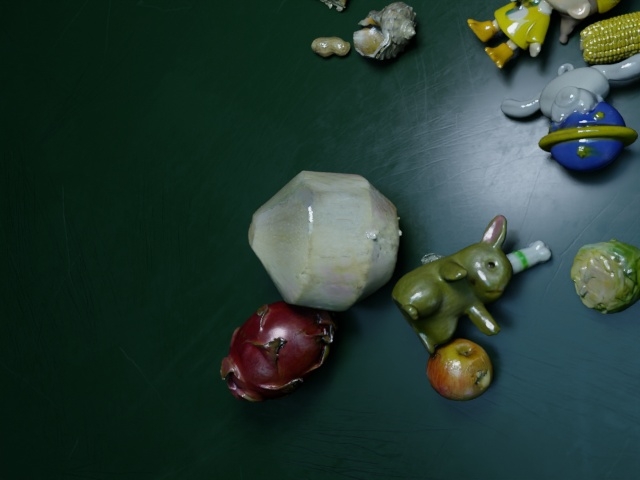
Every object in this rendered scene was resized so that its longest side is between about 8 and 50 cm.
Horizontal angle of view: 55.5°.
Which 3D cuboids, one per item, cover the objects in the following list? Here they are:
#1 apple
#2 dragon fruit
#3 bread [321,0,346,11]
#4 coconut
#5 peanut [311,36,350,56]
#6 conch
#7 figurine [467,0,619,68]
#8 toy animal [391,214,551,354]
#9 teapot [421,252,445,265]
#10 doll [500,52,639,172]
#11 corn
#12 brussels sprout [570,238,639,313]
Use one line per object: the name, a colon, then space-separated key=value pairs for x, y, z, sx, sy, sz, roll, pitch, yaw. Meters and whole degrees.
apple: x=0.312 y=0.287 z=1.370 sx=0.147 sy=0.146 sz=0.146 roll=-3 pitch=84 yaw=25
dragon fruit: x=-0.105 y=0.270 z=1.518 sx=0.315 sy=0.250 sz=0.250 roll=-27 pitch=74 yaw=28
bread: x=0.046 y=-0.716 z=1.622 sx=0.134 sy=0.085 sz=0.173 roll=35 pitch=101 yaw=27
coconut: x=0.000 y=0.000 z=1.445 sx=0.353 sy=0.353 sz=0.352 roll=-3 pitch=84 yaw=25
peanut: x=0.028 y=-0.519 z=1.633 sx=0.113 sy=0.054 sz=0.053 roll=10 pitch=89 yaw=25
conch: x=0.153 y=-0.525 z=1.530 sx=0.155 sy=0.130 sz=0.207 roll=-45 pitch=47 yaw=-18
figurine: x=0.506 y=-0.545 z=1.348 sx=0.344 sy=0.187 sz=0.215 roll=-34 pitch=81 yaw=24
toy animal: x=0.331 y=0.090 z=1.321 sx=0.363 sy=0.181 sz=0.180 roll=-29 pitch=29 yaw=12
teapot: x=0.276 y=0.058 z=1.444 sx=0.067 sy=0.083 sz=0.057 roll=11 pitch=85 yaw=27
doll: x=0.527 y=-0.267 z=1.316 sx=0.311 sy=0.160 sz=0.242 roll=2 pitch=97 yaw=40
corn: x=0.686 y=-0.443 z=1.299 sx=0.244 sy=0.093 sz=0.093 roll=-8 pitch=82 yaw=23
brussels sprout: x=0.614 y=0.072 z=1.270 sx=0.151 sy=0.122 sz=0.149 roll=-44 pitch=56 yaw=52
